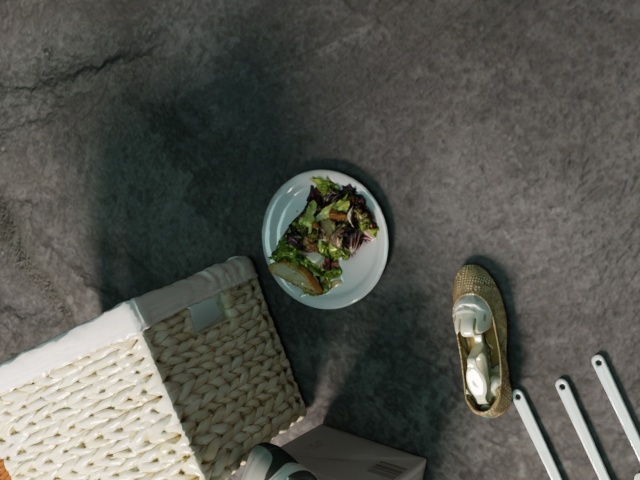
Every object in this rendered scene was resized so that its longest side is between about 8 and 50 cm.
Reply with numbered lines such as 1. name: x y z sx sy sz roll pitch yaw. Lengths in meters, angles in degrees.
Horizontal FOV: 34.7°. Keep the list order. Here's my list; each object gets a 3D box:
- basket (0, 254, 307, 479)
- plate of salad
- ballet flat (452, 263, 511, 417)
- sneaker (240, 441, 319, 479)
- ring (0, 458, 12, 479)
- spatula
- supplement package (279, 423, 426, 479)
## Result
1. basket: -0.241 0.217 1.439 0.331 0.328 0.266 -27 88 26
2. plate of salad: 0.000 0.000 1.444 0.199 0.048 0.200 3 97 26
3. ballet flat: 0.210 0.135 1.345 0.073 0.067 0.206 -13 90 29
4. sneaker: -0.080 0.382 1.318 0.108 0.100 0.272 41 118 46
5. ring: -0.472 0.502 1.746 0.336 0.032 0.337 4 99 26
6. spatula: 0.351 0.283 1.322 0.168 0.019 0.242 -28 84 27
7. supplement package: 0.016 0.434 1.415 0.175 0.177 0.293 14 102 25
